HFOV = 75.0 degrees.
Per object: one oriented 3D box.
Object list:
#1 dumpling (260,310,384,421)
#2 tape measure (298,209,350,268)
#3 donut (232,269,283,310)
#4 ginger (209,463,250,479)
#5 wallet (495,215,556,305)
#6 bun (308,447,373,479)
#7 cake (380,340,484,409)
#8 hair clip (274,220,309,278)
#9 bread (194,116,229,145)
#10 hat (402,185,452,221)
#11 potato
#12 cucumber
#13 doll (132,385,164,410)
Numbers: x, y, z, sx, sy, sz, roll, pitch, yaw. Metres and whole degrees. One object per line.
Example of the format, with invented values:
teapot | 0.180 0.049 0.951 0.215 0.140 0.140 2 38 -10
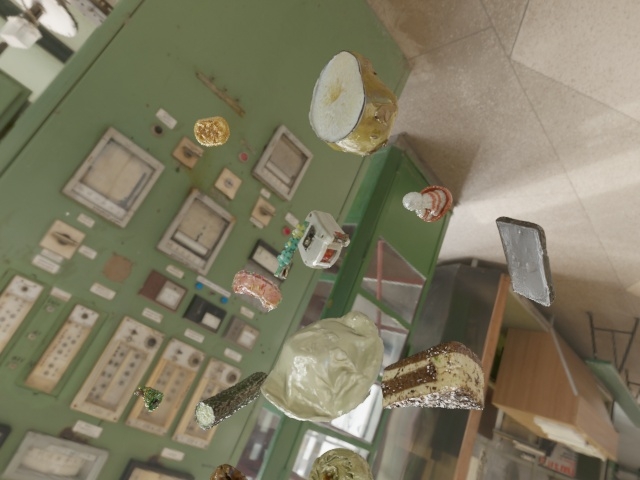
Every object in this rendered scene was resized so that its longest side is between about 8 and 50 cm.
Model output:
dumpling | 0.031 0.383 1.243 0.315 0.395 0.233 33 151 46
tape measure | 0.000 0.000 1.951 0.130 0.265 0.258 10 -150 -34
donut | -0.194 0.143 1.246 0.166 0.065 0.117 20 150 11
ginger | -0.320 1.025 1.620 0.165 0.172 0.321 -14 -152 -41
wallet | 0.665 0.067 1.346 0.165 0.042 0.310 25 144 59
bun | 0.068 0.878 1.520 0.259 0.259 0.152 4 133 42
cake | 0.231 0.304 0.938 0.246 0.112 0.135 -11 136 27
hair clip | -0.075 0.021 1.112 0.049 0.173 0.049 24 172 4
bread | -0.326 -0.327 1.256 0.110 0.044 0.083 -6 111 12
hat | 0.289 -0.102 1.160 0.162 0.112 0.093 -11 -128 -50
potato | 0.110 -0.388 1.237 0.196 0.300 0.246 13 146 -39
cucumber | -0.297 0.563 1.510 0.096 0.096 0.359 14 -172 26
doll | -0.657 0.587 1.605 0.113 0.077 0.078 44 -166 22
